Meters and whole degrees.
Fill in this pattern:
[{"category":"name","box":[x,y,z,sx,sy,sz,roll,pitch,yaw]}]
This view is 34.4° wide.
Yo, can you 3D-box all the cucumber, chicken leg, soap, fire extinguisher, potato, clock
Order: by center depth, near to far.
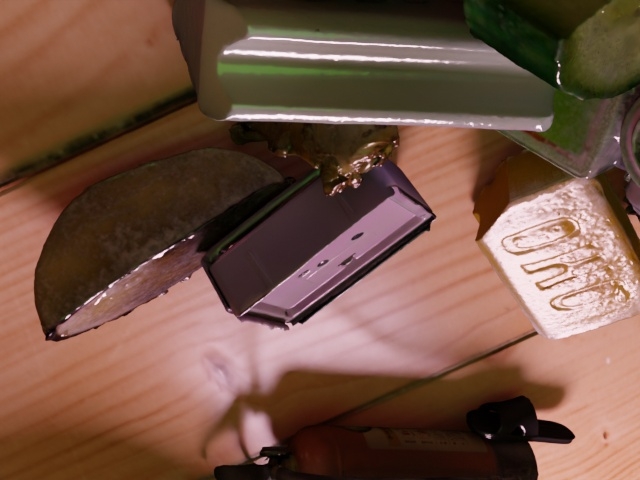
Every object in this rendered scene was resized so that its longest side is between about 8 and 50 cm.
[{"category":"cucumber","box":[0.194,-0.195,0.697,0.191,0.130,0.191,-26,140,-24]},{"category":"soap","box":[0.036,-0.169,0.829,0.290,0.173,0.095,0,126,-18]},{"category":"chicken leg","box":[-0.010,-0.086,0.890,0.070,0.178,0.093,26,78,-52]},{"category":"potato","box":[-0.159,-0.012,0.961,0.261,0.100,0.120,-33,171,-10]},{"category":"clock","box":[0.000,0.000,0.975,0.193,0.073,0.145,-37,159,11]},{"category":"soap","box":[0.251,0.002,1.077,0.140,0.073,0.232,-22,132,21]},{"category":"fire extinguisher","box":[0.081,0.264,1.199,0.376,0.113,0.200,5,151,-20]}]

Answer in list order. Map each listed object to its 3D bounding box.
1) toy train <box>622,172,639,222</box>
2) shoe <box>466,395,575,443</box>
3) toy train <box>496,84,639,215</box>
[{"category":"toy train","box":[0.355,-0.047,1.052,0.081,0.060,0.202,-28,162,9]},{"category":"shoe","box":[0.252,0.216,1.274,0.159,0.062,0.053,13,109,-25]},{"category":"toy train","box":[0.293,-0.175,0.858,0.173,0.249,0.307,-20,136,-40]}]
